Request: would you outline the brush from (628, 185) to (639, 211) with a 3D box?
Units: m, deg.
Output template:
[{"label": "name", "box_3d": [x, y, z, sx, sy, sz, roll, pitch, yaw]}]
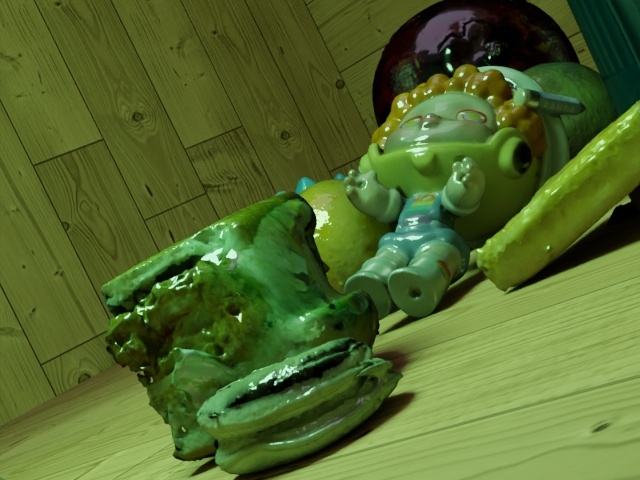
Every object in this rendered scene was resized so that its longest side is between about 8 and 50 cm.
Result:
[{"label": "brush", "box_3d": [0.367, -0.087, 1.125, 0.071, 0.084, 0.301, -23, -7, -37]}]

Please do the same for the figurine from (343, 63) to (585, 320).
[{"label": "figurine", "box_3d": [0.121, -0.033, 1.441, 0.224, 0.205, 0.382, 1, 35, 41]}]

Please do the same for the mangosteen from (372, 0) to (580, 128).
[{"label": "mangosteen", "box_3d": [0.299, -0.234, 2.387, 0.380, 0.421, 0.381, -19, 44, 19]}]

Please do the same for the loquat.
[{"label": "loquat", "box_3d": [0.032, 0.018, 1.530, 0.149, 0.172, 0.204, -39, 40, 3]}]

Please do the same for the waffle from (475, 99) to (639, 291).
[{"label": "waffle", "box_3d": [0.264, -0.070, 1.193, 0.221, 0.055, 0.248, -46, -5, 38]}]

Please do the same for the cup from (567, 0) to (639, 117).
[{"label": "cup", "box_3d": [0.413, -0.251, 1.569, 0.307, 0.292, 0.242, -26, 1, -31]}]

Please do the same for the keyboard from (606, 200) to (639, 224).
[{"label": "keyboard", "box_3d": [0.365, -0.061, 1.258, 0.198, 0.010, 0.063, -26, 4, 24]}]

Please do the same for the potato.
[{"label": "potato", "box_3d": [0.270, -0.120, 1.680, 0.251, 0.174, 0.159, -28, -14, -19]}]

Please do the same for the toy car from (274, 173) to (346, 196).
[{"label": "toy car", "box_3d": [0.000, 0.000, 1.990, 0.188, 0.190, 0.255, -29, 1, -37]}]

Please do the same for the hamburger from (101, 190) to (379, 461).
[{"label": "hamburger", "box_3d": [-0.047, 0.059, 1.100, 0.192, 0.168, 0.288, -27, 1, 23]}]

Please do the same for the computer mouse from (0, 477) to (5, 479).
[{"label": "computer mouse", "box_3d": [-0.403, 0.282, 1.322, 0.158, 0.072, 0.310, -26, 1, -29]}]

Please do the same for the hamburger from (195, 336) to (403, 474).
[{"label": "hamburger", "box_3d": [-0.017, 0.110, 0.904, 0.140, 0.062, 0.133, -28, -1, 35]}]
